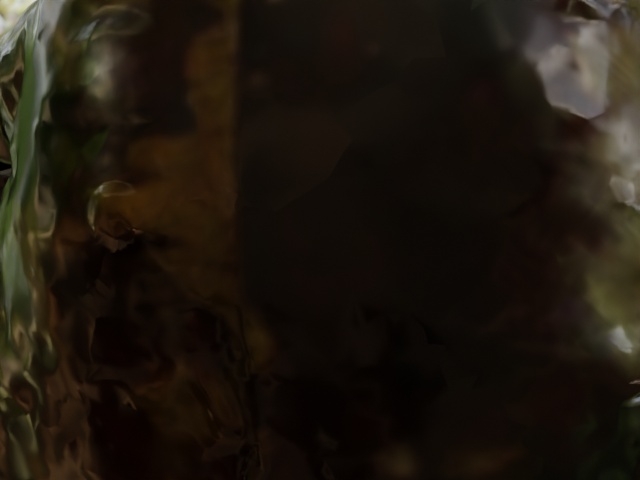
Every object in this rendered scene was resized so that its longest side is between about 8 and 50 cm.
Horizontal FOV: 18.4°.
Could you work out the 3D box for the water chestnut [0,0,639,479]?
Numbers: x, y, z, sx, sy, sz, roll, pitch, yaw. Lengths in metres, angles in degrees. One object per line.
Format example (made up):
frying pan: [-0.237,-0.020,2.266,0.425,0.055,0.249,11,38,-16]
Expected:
water chestnut: [0.000,0.000,0.555,0.300,0.300,0.300,22,-45,24]
